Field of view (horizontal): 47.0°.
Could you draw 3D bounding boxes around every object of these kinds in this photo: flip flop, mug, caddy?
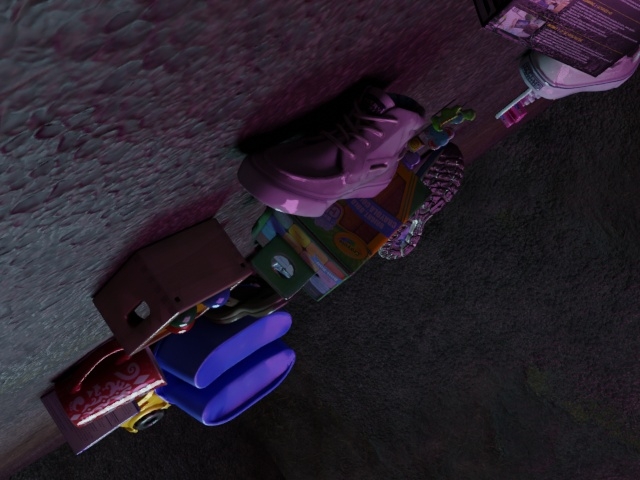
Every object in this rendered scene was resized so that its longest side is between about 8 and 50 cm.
[{"bbox_3d":[-0.155,0.107,1.485,0.112,0.080,0.277,-40,-163,-33],"label":"flip flop"},{"bbox_3d":[-0.383,0.237,1.309,0.169,0.150,0.113,-30,-149,-11],"label":"mug"},{"bbox_3d":[-0.217,0.245,1.645,0.341,0.179,0.241,-30,132,-35],"label":"caddy"}]

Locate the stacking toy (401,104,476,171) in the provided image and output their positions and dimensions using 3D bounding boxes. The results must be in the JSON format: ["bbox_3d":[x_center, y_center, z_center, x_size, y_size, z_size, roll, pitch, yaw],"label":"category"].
[{"bbox_3d":[0.191,-0.172,1.371,0.221,0.052,0.167,-38,175,22],"label":"stacking toy"}]

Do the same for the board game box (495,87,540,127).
[{"bbox_3d":[0.701,-0.470,1.976,0.390,0.050,0.390,-31,174,-44],"label":"board game box"}]

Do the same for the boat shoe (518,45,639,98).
[{"bbox_3d":[0.520,-0.368,1.344,0.367,0.136,0.156,-19,163,-38],"label":"boat shoe"}]

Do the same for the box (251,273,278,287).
[{"bbox_3d":[-0.197,0.147,1.841,0.145,0.038,0.186,-30,175,26],"label":"box"}]

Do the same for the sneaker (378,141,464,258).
[{"bbox_3d":[0.223,-0.117,1.833,0.130,0.147,0.330,16,120,-39],"label":"sneaker"}]

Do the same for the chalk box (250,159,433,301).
[{"bbox_3d":[0.009,-0.021,0.920,0.213,0.132,0.132,-44,180,-27],"label":"chalk box"}]

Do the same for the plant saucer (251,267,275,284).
[{"bbox_3d":[-0.138,0.081,1.837,0.083,0.013,0.083,-34,176,-3],"label":"plant saucer"}]

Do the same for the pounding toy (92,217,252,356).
[{"bbox_3d":[-0.165,0.059,0.916,0.181,0.094,0.206,-39,173,40],"label":"pounding toy"}]

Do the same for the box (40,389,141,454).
[{"bbox_3d":[-0.432,0.312,1.398,0.137,0.126,0.072,-34,174,-13],"label":"box"}]

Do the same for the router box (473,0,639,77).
[{"bbox_3d":[0.257,-0.234,0.705,0.179,0.046,0.133,10,147,-34],"label":"router box"}]

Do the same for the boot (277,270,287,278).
[{"bbox_3d":[0.017,0.022,1.866,0.229,0.091,0.263,-32,172,-28],"label":"boot"}]

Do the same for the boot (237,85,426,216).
[{"bbox_3d":[0.022,-0.105,0.749,0.123,0.095,0.258,-58,163,24],"label":"boot"}]

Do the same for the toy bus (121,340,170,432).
[{"bbox_3d":[-0.414,0.320,1.667,0.220,0.149,0.211,-37,159,2],"label":"toy bus"}]

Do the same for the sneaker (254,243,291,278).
[{"bbox_3d":[-0.031,0.028,1.364,0.104,0.125,0.262,-37,175,13],"label":"sneaker"}]
